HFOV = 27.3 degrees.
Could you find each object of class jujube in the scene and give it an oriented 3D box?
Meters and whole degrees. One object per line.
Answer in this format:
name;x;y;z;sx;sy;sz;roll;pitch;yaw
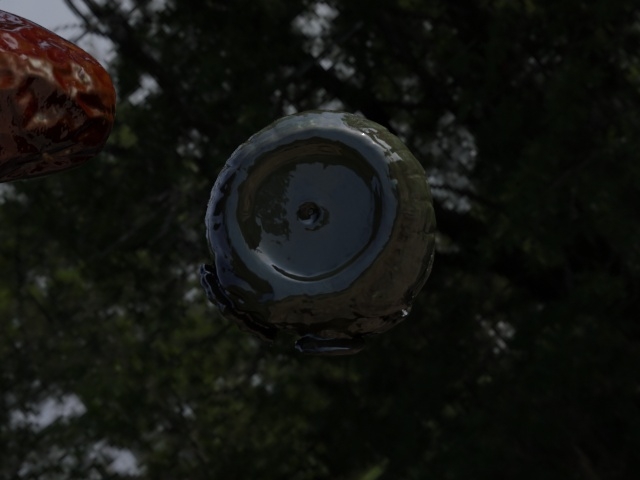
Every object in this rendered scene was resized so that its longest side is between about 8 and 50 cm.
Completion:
jujube;-0.383;-0.159;1.465;0.318;0.223;0.223;4;-43;-47

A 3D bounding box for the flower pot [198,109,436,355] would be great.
flower pot;0.000;0.000;1.607;0.302;0.302;0.213;-41;-11;0
